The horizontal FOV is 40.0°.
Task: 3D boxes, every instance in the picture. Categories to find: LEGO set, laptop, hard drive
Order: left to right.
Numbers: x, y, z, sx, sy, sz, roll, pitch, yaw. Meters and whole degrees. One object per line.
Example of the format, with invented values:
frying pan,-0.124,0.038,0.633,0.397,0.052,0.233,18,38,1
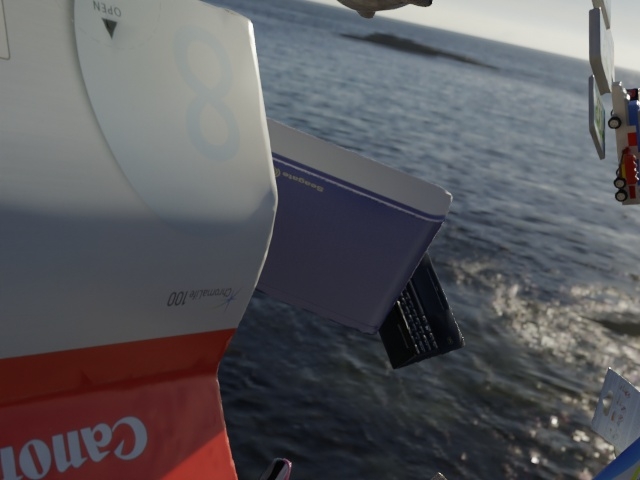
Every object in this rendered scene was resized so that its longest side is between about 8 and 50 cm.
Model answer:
hard drive,0.000,0.000,0.965,0.210,0.040,0.319,22,-27,2
laptop,0.126,0.046,1.230,0.264,0.234,0.136,-8,-17,-45
LEGO set,0.295,-0.142,0.841,0.060,0.183,0.244,-2,-18,24

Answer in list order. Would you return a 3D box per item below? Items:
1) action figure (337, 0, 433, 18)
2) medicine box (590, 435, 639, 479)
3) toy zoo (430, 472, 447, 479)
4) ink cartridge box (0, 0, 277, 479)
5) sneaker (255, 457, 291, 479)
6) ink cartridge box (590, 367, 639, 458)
action figure,0.016,-0.315,0.607,0.178,0.330,0.341,-12,6,29
medicine box,0.554,0.508,1.440,0.149,0.263,0.289,46,3,-24
toy zoo,0.171,0.458,1.239,0.192,0.293,0.030,45,53,14
ink cartridge box,-0.134,0.025,0.525,0.091,0.385,0.308,-15,-8,31
sneaker,-0.105,0.302,0.988,0.075,0.170,0.063,40,-8,14
ink cartridge box,0.577,0.350,1.658,0.179,0.045,0.145,37,56,-9
